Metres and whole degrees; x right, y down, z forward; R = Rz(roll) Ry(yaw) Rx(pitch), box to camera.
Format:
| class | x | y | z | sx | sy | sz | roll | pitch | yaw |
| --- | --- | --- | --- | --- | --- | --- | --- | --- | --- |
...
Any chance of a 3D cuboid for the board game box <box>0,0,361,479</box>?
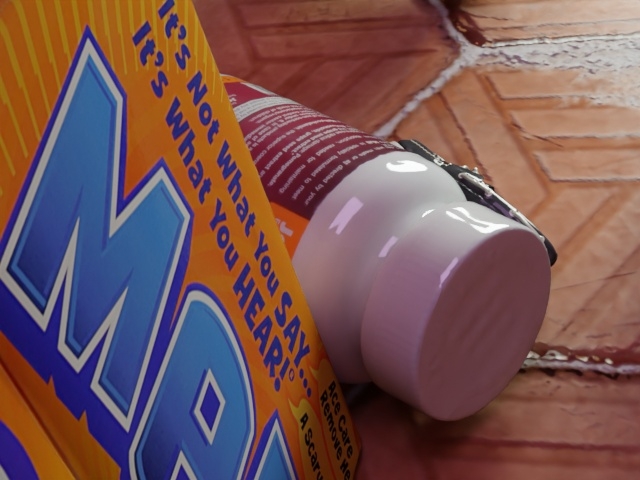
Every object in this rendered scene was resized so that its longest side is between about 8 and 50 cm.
| class | x | y | z | sx | sy | sz | roll | pitch | yaw |
| --- | --- | --- | --- | --- | --- | --- | --- | --- | --- |
| board game box | -0.225 | 0.108 | 0.493 | 0.356 | 0.356 | 0.356 | 0 | 47 | 19 |

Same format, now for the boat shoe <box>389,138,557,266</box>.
| class | x | y | z | sx | sy | sz | roll | pitch | yaw |
| --- | --- | --- | --- | --- | --- | --- | --- | --- | --- |
| boat shoe | 0.080 | -0.019 | 0.737 | 0.038 | 0.046 | 0.125 | -31 | 47 | -11 |

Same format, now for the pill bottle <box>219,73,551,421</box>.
| class | x | y | z | sx | sy | sz | roll | pitch | yaw |
| --- | --- | --- | --- | --- | --- | --- | --- | --- | --- |
| pill bottle | 0.000 | 0.000 | 0.693 | 0.221 | 0.121 | 0.121 | 27 | 60 | 38 |
